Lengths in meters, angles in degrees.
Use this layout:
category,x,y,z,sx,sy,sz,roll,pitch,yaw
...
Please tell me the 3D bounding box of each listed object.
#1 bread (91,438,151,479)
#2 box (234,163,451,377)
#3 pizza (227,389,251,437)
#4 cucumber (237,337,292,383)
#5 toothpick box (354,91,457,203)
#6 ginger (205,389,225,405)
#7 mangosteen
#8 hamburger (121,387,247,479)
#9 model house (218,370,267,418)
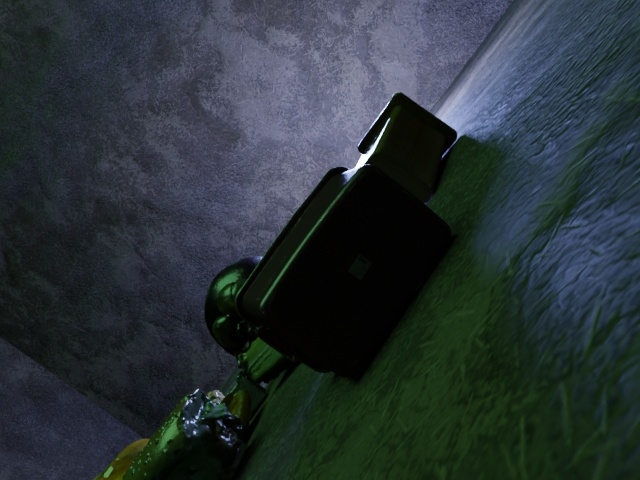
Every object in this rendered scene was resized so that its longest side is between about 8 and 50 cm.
category,x,y,z,sx,sy,sz,roll,pitch,yaw
bread,-0.509,0.687,1.327,0.394,0.250,0.361,-47,-10,28
box,0.032,0.039,0.772,0.294,0.193,0.167,-54,7,-10
pizza,-0.206,0.441,1.248,0.193,0.053,0.201,-51,14,28
cucumber,-0.050,0.196,1.261,0.145,0.105,0.325,-9,-38,-53
toothpick box,0.173,-0.171,1.261,0.190,0.187,0.308,-52,6,36
ginger,-0.453,0.693,2.118,0.263,0.116,0.109,-59,-37,-15
mangosteen,-0.167,0.186,1.515,0.300,0.300,0.300,-54,2,3
hamburger,-0.257,0.428,1.034,0.288,0.168,0.192,-53,0,7
model house,-0.194,0.392,1.381,0.100,0.088,0.100,-53,-2,-7
